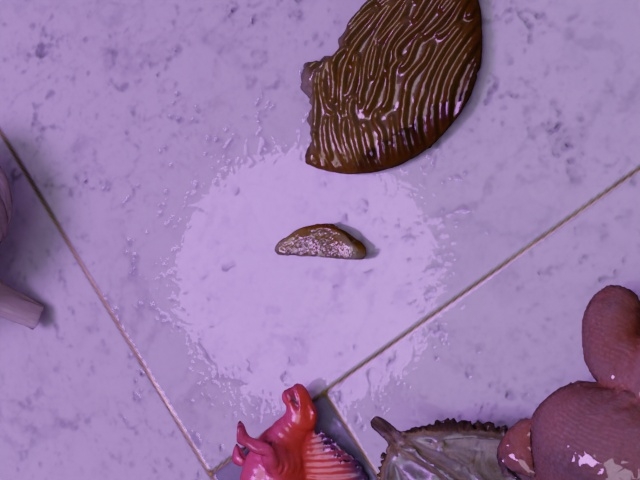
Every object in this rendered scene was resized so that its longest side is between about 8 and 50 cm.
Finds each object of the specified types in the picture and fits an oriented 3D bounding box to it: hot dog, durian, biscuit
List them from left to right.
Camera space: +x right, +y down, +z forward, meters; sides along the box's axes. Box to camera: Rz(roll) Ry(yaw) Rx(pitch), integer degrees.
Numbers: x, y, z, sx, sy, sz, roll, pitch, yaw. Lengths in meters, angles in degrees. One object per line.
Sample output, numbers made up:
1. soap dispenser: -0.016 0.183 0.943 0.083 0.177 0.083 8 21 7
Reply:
1. hot dog: 0.000 0.000 1.523 0.090 0.030 0.034 4 91 21
2. biscuit: 0.064 -0.170 1.494 0.176 0.031 0.229 11 95 20
3. durian: 0.121 0.220 1.447 0.188 0.091 0.148 37 91 9

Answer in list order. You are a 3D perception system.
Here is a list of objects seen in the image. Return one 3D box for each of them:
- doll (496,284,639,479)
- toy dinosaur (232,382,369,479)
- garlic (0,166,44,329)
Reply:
1. doll: 0.309 0.128 1.366 0.201 0.156 0.303 30 74 36
2. toy dinosaur: -0.029 0.279 1.536 0.138 0.070 0.286 11 97 -1
3. garlic: -0.373 0.022 1.613 0.218 0.219 0.212 -41 115 17
